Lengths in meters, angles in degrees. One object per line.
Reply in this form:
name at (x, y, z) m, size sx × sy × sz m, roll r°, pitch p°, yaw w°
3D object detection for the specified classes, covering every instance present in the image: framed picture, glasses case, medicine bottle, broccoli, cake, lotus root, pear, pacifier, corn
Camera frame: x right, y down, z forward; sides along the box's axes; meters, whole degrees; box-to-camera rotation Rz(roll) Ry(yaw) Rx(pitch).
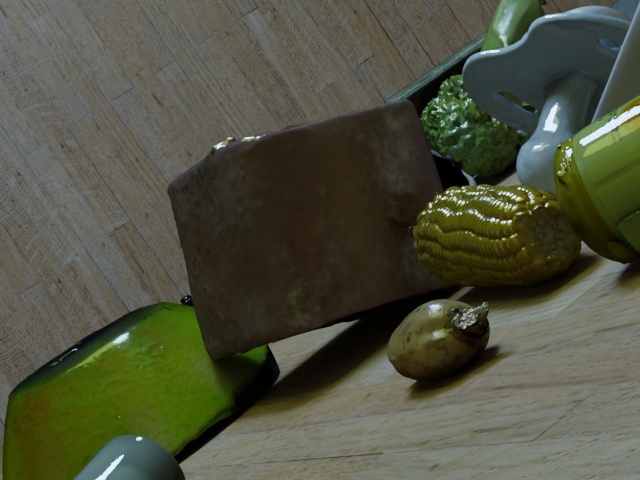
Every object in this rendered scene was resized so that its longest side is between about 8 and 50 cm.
framed picture at (0.220, -0.188, 2.660) m, size 0.273 × 0.216 × 0.016 m, roll -37°, pitch 35°, yaw -31°
glasses case at (0.339, -0.176, 1.660) m, size 0.059 × 0.092 × 0.233 m, roll -45°, pitch -26°, yaw -68°
medicine bottle at (0.296, -0.074, 1.319) m, size 0.239 × 0.124 × 0.124 m, roll -33°, pitch 4°, yaw 26°
broccoli at (0.281, -0.224, 2.535) m, size 0.302 × 0.186 × 0.254 m, roll -51°, pitch -10°, yaw -5°
cake at (-0.016, -0.005, 1.885) m, size 0.237 × 0.230 × 0.309 m, roll -12°, pitch -7°, yaw -24°
lotus root at (0.099, 0.082, 1.414) m, size 0.072 × 0.063 × 0.152 m, roll -25°, pitch -5°, yaw -33°
pear at (-0.253, 0.197, 2.061) m, size 0.399 × 0.165 × 0.399 m, roll -34°, pitch 4°, yaw 3°
pacifier at (0.287, -0.140, 1.917) m, size 0.287 × 0.238 × 0.226 m, roll -18°, pitch 47°, yaw 55°
corn at (0.169, -0.007, 1.603) m, size 0.106 × 0.106 × 0.305 m, roll -35°, pitch 6°, yaw -12°

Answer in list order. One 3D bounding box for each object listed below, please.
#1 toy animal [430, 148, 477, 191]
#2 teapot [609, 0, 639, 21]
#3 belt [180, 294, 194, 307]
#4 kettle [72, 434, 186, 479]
toy animal at (0.086, -0.035, 2.114) m, size 0.204 × 0.208 × 0.156 m, roll -33°, pitch 47°, yaw 39°
teapot at (0.459, -0.286, 2.311) m, size 0.149 × 0.162 × 0.239 m, roll -41°, pitch 30°, yaw 32°
belt at (-0.155, 0.126, 2.398) m, size 0.128 × 0.124 × 0.201 m, roll -31°, pitch 6°, yaw 20°
kettle at (-0.183, 0.257, 1.502) m, size 0.148 × 0.127 × 0.098 m, roll -45°, pitch -20°, yaw -56°
